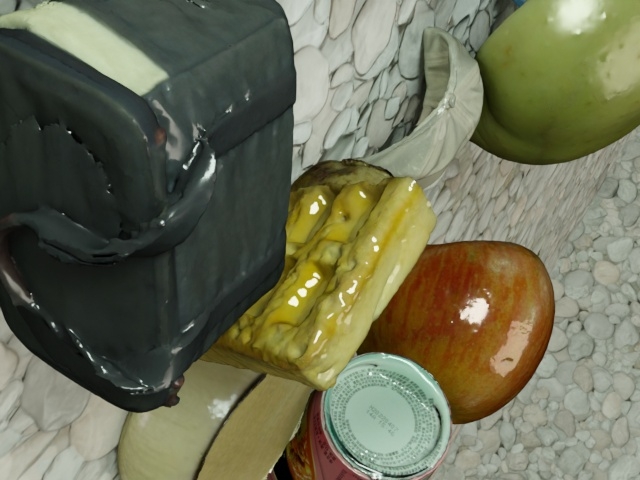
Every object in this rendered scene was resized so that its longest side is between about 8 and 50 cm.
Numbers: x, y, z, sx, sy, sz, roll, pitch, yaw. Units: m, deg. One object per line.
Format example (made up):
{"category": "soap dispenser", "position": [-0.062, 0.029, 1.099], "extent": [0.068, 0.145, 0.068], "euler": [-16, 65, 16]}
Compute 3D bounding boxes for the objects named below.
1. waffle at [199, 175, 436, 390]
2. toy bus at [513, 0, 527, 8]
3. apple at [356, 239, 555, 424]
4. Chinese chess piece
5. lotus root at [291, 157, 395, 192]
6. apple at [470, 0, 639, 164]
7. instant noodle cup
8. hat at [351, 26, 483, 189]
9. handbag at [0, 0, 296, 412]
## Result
{"category": "waffle", "position": [-0.034, 0.032, 0.644], "extent": [0.057, 0.274, 0.168], "euler": [44, 66, -27]}
{"category": "toy bus", "position": [0.346, -0.400, 0.947], "extent": [0.131, 0.106, 0.297], "euler": [-37, 174, -26]}
{"category": "apple", "position": [0.190, 0.136, 1.126], "extent": [0.301, 0.302, 0.301], "euler": [-45, 151, -33]}
{"category": "Chinese chess piece", "position": [-0.107, 0.201, 0.854], "extent": [0.250, 0.103, 0.249], "euler": [-46, 152, -33]}
{"category": "lotus root", "position": [0.000, 0.000, 0.819], "extent": [0.214, 0.138, 0.138], "euler": [-46, 155, -3]}
{"category": "apple", "position": [0.350, -0.270, 1.033], "extent": [0.360, 0.320, 0.311], "euler": [-32, 124, -9]}
{"category": "instant noodle cup", "position": [0.055, 0.266, 1.004], "extent": [0.244, 0.244, 0.255], "euler": [-45, 167, -32]}
{"category": "hat", "position": [0.143, -0.125, 0.955], "extent": [0.226, 0.164, 0.219], "euler": [38, 81, -47]}
{"category": "handbag", "position": [-0.122, -0.033, 0.479], "extent": [0.181, 0.181, 0.254], "euler": [-46, 153, -46]}
